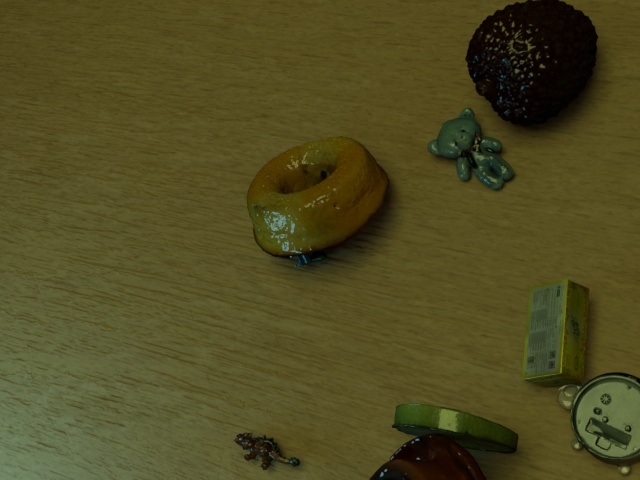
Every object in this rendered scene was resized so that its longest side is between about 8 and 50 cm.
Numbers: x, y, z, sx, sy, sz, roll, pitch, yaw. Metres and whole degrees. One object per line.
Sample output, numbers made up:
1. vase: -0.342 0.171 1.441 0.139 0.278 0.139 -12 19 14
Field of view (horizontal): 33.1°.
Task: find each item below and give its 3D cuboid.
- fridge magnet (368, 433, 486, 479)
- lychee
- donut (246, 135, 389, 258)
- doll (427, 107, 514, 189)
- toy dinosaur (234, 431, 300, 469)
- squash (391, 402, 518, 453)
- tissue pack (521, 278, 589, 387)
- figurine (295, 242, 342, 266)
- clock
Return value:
1. fridge magnet: 0.172 0.502 1.769 0.363 0.155 0.363 -27 59 59
2. lychee: 0.408 -0.346 2.063 0.271 0.236 0.236 -27 58 -11
3. donut: -0.019 -0.100 2.161 0.303 0.110 0.303 -20 34 14
4. doll: 0.298 -0.176 2.120 0.120 0.075 0.180 -44 58 6
5. toy dinosaur: -0.105 0.405 2.070 0.154 0.049 0.055 17 36 30
6. squash: 0.231 0.325 1.856 0.219 0.219 0.041 5 74 26
7. tissue pack: 0.418 0.165 1.907 0.095 0.062 0.176 -21 53 53
8. figurine: 0.000 0.000 2.184 0.140 0.068 0.075 -30 91 2
9. clock: 0.504 0.304 1.830 0.229 0.063 0.155 27 81 32
